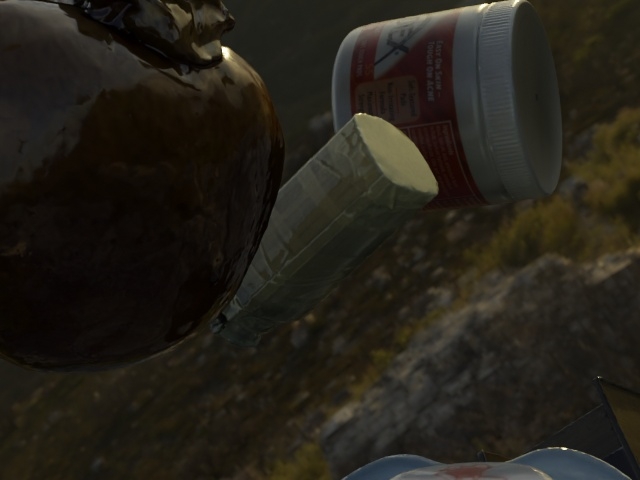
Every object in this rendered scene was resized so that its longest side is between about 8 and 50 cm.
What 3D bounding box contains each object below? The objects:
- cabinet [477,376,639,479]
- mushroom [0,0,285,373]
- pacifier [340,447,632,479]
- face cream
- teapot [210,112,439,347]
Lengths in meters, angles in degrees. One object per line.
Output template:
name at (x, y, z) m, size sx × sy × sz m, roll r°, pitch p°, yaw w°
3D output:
cabinet at (0.310, 0.291, 1.367) m, size 0.174 × 0.148 × 0.215 m, roll -39°, pitch 52°, yaw 26°
mushroom at (-0.136, -0.045, 0.750) m, size 0.263 × 0.283 × 0.195 m, roll -1°, pitch 25°, yaw -31°
pacifier at (0.125, 0.280, 0.962) m, size 0.287 × 0.226 × 0.238 m, roll -9°, pitch 45°, yaw 12°
face cream at (0.130, -0.131, 1.283) m, size 0.187 × 0.201 × 0.201 m, roll -6°, pitch 31°, yaw 24°
teapot at (0.000, 0.000, 0.963) m, size 0.200 × 0.107 × 0.077 m, roll -42°, pitch 58°, yaw 26°
